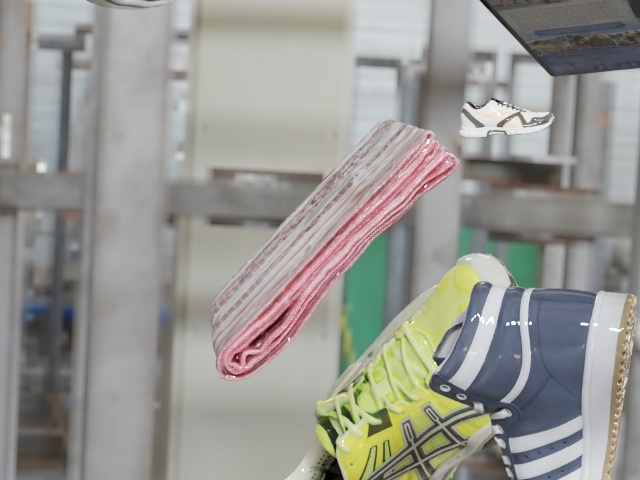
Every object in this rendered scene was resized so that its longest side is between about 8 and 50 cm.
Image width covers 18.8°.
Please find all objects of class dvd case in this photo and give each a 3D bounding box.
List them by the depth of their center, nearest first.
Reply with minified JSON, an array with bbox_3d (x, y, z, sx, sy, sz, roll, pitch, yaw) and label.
[{"bbox_3d":[0.261,-0.216,1.823,0.180,0.022,0.253,-4,-18,26],"label":"dvd case"}]

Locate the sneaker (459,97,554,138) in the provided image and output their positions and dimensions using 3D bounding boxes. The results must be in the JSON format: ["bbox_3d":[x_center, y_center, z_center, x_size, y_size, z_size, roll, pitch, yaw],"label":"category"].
[{"bbox_3d":[0.211,-0.142,2.201,0.109,0.043,0.040,-3,9,7],"label":"sneaker"}]

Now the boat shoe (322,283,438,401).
[{"bbox_3d":[0.100,0.140,2.267,0.079,0.233,0.084,40,3,-12],"label":"boat shoe"}]

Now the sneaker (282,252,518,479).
[{"bbox_3d":[0.084,0.173,1.916,0.147,0.384,0.145,0,42,-35],"label":"sneaker"}]

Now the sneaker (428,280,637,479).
[{"bbox_3d":[0.164,0.156,1.568,0.153,0.282,0.099,10,29,11],"label":"sneaker"}]

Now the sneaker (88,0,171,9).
[{"bbox_3d":[-0.144,-0.245,1.365,0.127,0.126,0.321,-13,-10,25],"label":"sneaker"}]

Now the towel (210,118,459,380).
[{"bbox_3d":[0.000,0.000,1.557,0.037,0.237,0.329,44,1,-7],"label":"towel"}]
